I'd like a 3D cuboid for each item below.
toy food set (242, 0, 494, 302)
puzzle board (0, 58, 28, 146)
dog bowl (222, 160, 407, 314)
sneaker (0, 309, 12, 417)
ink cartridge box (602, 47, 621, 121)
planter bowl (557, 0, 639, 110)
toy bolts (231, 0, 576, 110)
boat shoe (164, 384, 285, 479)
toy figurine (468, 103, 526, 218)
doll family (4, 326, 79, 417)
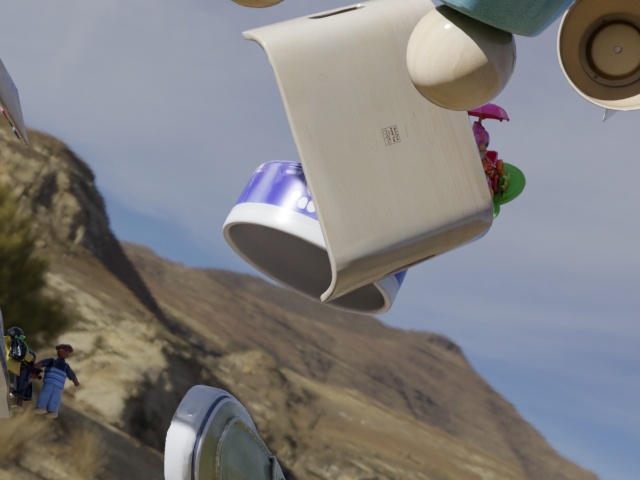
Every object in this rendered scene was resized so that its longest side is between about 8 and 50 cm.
[{"bbox_3d":[0.053,-0.110,1.042,0.092,0.220,0.306,-8,-79,63],"label":"toy food set"},{"bbox_3d":[-0.405,-0.192,1.199,0.128,0.011,0.096,86,-14,-63],"label":"puzzle board"},{"bbox_3d":[0.000,0.000,1.342,0.265,0.104,0.265,24,-19,8],"label":"dog bowl"},{"bbox_3d":[-0.433,0.147,1.050,0.163,0.086,0.226,-4,-37,-20],"label":"sneaker"},{"bbox_3d":[0.442,-0.284,1.444,0.062,0.181,0.104,19,26,24],"label":"ink cartridge box"},{"bbox_3d":[0.371,-0.239,1.158,0.162,0.162,0.109,28,9,7],"label":"planter bowl"},{"bbox_3d":[0.062,-0.179,0.550,0.228,0.158,0.218,38,26,32],"label":"toy bolts"},{"bbox_3d":[-0.065,0.252,0.904,0.094,0.109,0.302,11,-42,25],"label":"boat shoe"},{"bbox_3d":[0.245,-0.138,1.457,0.130,0.173,0.159,4,-50,21],"label":"toy figurine"},{"bbox_3d":[-0.437,0.184,1.373,0.076,0.111,0.193,-9,-32,26],"label":"doll family"}]
